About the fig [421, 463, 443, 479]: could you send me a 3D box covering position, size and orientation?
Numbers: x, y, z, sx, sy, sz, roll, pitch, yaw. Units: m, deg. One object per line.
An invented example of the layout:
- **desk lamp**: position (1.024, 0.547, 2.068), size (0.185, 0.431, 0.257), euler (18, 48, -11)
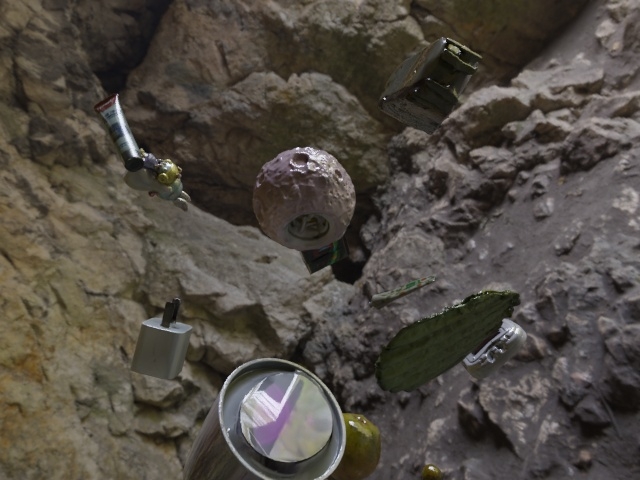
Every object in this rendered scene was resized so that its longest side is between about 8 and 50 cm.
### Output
- **fig**: position (0.415, 0.897, 1.746), size (0.098, 0.082, 0.084), euler (-36, -34, -29)

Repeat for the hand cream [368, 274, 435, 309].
- **hand cream**: position (0.185, 0.117, 1.056), size (0.165, 0.037, 0.057), euler (-28, 4, 18)

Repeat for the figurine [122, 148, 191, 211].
- **figurine**: position (-0.516, -0.197, 1.532), size (0.155, 0.235, 0.127), euler (-44, 34, 29)

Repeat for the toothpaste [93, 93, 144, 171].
- **toothpaste**: position (-0.418, -0.228, 0.961), size (0.062, 0.239, 0.039), euler (-33, -33, -3)

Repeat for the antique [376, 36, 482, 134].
- **antique**: position (0.215, -0.300, 0.908), size (0.125, 0.150, 0.284), euler (-62, 4, 7)

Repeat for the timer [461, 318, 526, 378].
- **timer**: position (0.658, 0.408, 1.787), size (0.262, 0.087, 0.237), euler (-44, -2, 4)

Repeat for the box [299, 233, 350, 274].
- **box**: position (0.000, 0.000, 1.527), size (0.159, 0.071, 0.240), euler (-29, -35, -6)

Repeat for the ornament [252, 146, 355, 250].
- **ornament**: position (-0.040, -0.107, 1.150), size (0.259, 0.259, 0.225), euler (118, 150, -47)

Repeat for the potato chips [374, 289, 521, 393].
- **potato chips**: position (0.319, 0.259, 1.183), size (0.429, 0.070, 0.358), euler (-25, -36, -14)

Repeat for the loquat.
- **loquat**: position (0.088, 0.711, 1.553), size (0.246, 0.213, 0.213), euler (-62, -2, -2)

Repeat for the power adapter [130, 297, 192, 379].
- **power adapter**: position (-0.435, 0.266, 1.302), size (0.130, 0.125, 0.204), euler (99, -175, -87)

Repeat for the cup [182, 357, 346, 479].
- **cup**: position (-0.137, 0.434, 0.930), size (0.371, 0.253, 0.253), euler (-57, -1, 32)
